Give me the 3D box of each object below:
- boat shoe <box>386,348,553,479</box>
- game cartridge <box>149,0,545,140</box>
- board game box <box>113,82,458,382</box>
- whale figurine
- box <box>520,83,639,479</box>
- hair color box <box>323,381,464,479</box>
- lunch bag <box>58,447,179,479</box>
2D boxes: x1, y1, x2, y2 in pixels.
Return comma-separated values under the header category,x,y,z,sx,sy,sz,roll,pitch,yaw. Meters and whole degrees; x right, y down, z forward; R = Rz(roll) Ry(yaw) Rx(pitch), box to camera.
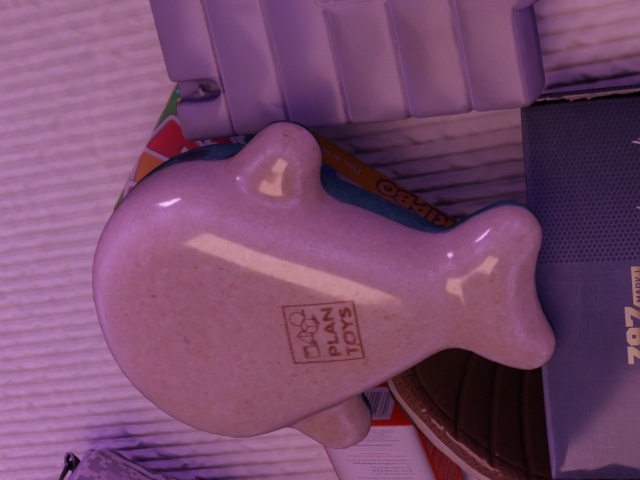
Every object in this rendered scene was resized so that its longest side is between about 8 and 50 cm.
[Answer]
category,x,y,z,sx,sy,sz,roll,pitch,yaw
boat shoe,0.148,0.143,1.019,0.257,0.095,0.095,32,155,-4
game cartridge,-0.007,-0.236,0.868,0.230,0.068,0.355,-5,111,18
board game box,0.000,0.000,1.030,0.259,0.039,0.124,30,125,-2
whale figurine,0.004,0.019,0.937,0.272,0.141,0.216,-4,117,17
box,0.217,0.023,0.903,0.183,0.059,0.232,-3,95,22
hair color box,0.053,0.157,1.074,0.072,0.043,0.141,-3,131,22
lunch bag,-0.089,0.312,1.124,0.305,0.212,0.256,22,82,9
